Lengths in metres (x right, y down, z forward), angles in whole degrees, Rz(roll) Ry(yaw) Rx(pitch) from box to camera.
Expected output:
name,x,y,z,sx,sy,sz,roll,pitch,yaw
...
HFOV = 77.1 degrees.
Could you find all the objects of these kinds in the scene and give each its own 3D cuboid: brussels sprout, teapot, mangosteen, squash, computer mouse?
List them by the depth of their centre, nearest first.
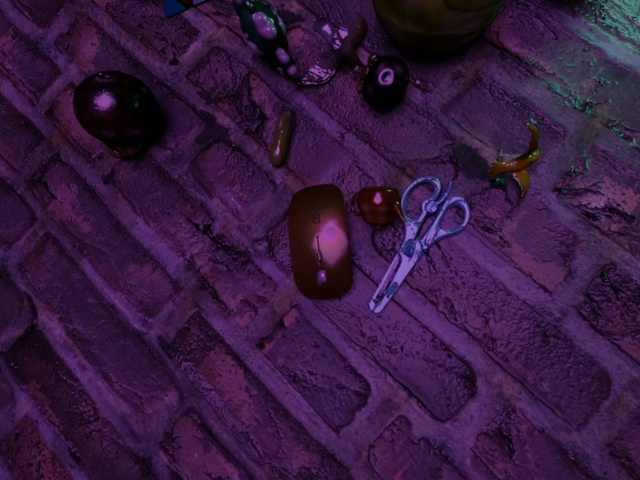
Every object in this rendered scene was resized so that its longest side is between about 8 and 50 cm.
name,x,y,z,sx,sy,sz,roll,pitch,yaw
brussels sprout,0.320,-0.638,0.990,0.371,0.276,0.314,-34,60,10
teapot,0.145,-0.081,1.027,0.173,0.116,0.116,12,83,40
computer mouse,0.000,0.000,1.057,0.159,0.072,0.310,-7,81,13
mangosteen,0.156,-0.423,1.057,0.151,0.137,0.137,32,89,7
squash,-0.107,-0.296,1.139,0.052,0.052,0.183,11,80,14
mangosteen,-0.591,-0.359,1.183,0.228,0.228,0.265,19,127,14

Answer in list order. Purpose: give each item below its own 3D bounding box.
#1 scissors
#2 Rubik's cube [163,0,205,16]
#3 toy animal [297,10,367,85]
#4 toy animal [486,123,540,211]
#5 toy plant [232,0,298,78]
name,x,y,z,sx,sy,sz,roll,pitch,yaw
scissors,0.230,0.014,1.024,0.180,0.032,0.392,32,89,15
Rubik's cube,-0.387,-0.848,1.189,0.250,0.234,0.284,18,85,14
toy animal,0.059,-0.512,1.097,0.197,0.160,0.272,43,99,13
toy animal,0.478,-0.203,0.980,0.095,0.219,0.155,18,47,31
toy plant,-0.149,-0.555,1.085,0.113,0.243,0.232,-38,49,4
